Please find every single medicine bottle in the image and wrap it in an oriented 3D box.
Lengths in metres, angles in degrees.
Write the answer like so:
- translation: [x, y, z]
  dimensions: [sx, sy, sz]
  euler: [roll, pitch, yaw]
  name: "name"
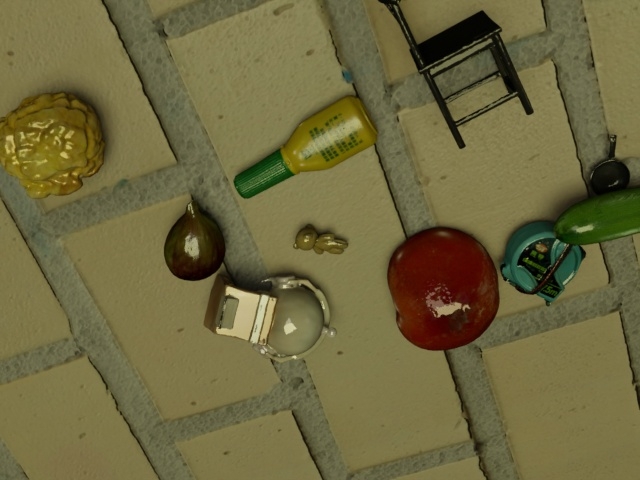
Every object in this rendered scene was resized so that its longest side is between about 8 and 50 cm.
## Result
- translation: [-0.031, -0.149, 1.304]
  dimensions: [0.260, 0.064, 0.095]
  euler: [-28, 108, 13]
  name: "medicine bottle"

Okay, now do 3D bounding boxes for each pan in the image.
- translation: [0.498, -0.131, 1.318]
  dimensions: [0.068, 0.023, 0.115]
  euler: [-3, 117, 4]
  name: "pan"

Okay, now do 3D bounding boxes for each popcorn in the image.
- translation: [-0.447, -0.159, 1.264]
  dimensions: [0.180, 0.180, 0.170]
  euler: [23, 156, -8]
  name: "popcorn"

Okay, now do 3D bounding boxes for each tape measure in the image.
- translation: [0.394, 0.034, 1.365]
  dimensions: [0.125, 0.081, 0.146]
  euler: [27, 111, -14]
  name: "tape measure"

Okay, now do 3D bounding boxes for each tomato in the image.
- translation: [0.229, 0.104, 1.370]
  dimensions: [0.200, 0.139, 0.233]
  euler: [-17, 112, 2]
  name: "tomato"

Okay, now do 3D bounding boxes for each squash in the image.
- translation: [0.538, -0.051, 1.304]
  dimensions: [0.292, 0.082, 0.082]
  euler: [-11, 114, -7]
  name: "squash"

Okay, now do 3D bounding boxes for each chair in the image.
- translation: [0.206, -0.298, 1.187]
  dimensions: [0.141, 0.154, 0.260]
  euler: [-26, 114, 12]
  name: "chair"

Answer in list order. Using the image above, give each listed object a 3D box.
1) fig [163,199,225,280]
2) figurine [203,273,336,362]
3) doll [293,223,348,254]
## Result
- translation: [-0.227, -0.003, 1.356]
  dimensions: [0.109, 0.103, 0.155]
  euler: [-16, 123, -15]
  name: "fig"
- translation: [-0.088, 0.139, 1.406]
  dimensions: [0.236, 0.141, 0.162]
  euler: [10, 92, -14]
  name: "figurine"
- translation: [-0.001, 0.008, 1.382]
  dimensions: [0.093, 0.051, 0.061]
  euler: [29, 140, -8]
  name: "doll"
